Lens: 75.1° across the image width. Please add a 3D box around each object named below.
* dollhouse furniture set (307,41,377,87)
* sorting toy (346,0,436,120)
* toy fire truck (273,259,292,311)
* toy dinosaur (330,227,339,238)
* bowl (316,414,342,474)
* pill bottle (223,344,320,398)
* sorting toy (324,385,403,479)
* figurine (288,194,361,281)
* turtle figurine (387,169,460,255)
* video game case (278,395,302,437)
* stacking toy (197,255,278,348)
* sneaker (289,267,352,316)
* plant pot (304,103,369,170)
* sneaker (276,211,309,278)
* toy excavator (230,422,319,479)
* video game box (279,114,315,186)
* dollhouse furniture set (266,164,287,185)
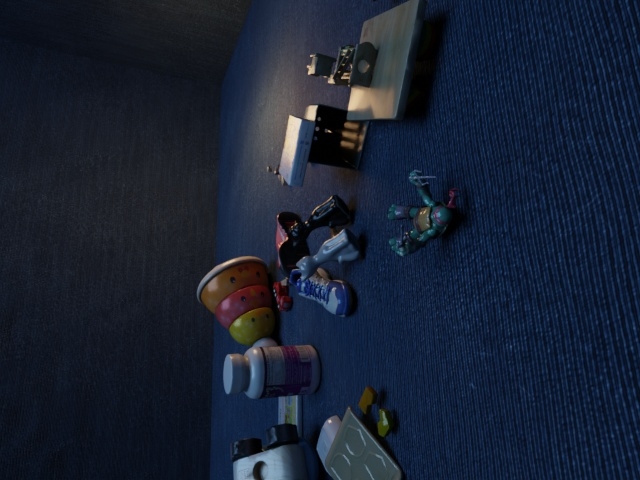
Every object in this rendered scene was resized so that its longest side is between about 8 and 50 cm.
[{"bbox_3d":[0.029,-0.470,1.083,0.182,0.160,0.101,-138,56,-60],"label":"dollhouse furniture set"},{"bbox_3d":[0.181,-0.427,1.045,0.255,0.089,0.257,-147,65,-63],"label":"sorting toy"},{"bbox_3d":[-0.151,0.184,1.732,0.192,0.047,0.135,-112,37,-44],"label":"toy fire truck"},{"bbox_3d":[0.049,0.002,1.324,0.112,0.064,0.212,-41,47,20],"label":"toy dinosaur"},{"bbox_3d":[0.036,0.613,1.233,0.142,0.053,0.142,-133,53,-58],"label":"bowl"},{"bbox_3d":[-0.166,0.443,1.406,0.169,0.301,0.169,-176,90,-66],"label":"pill bottle"},{"bbox_3d":[0.121,0.539,1.052,0.229,0.041,0.307,42,120,47],"label":"sorting toy"},{"bbox_3d":[0.000,0.000,1.259,0.209,0.092,0.215,-30,52,21],"label":"figurine"},{"bbox_3d":[0.210,-0.044,0.882,0.234,0.118,0.175,139,148,-78],"label":"turtle figurine"},{"bbox_3d":[-0.118,0.629,1.607,0.206,0.026,0.227,154,118,-63],"label":"video game case"},{"bbox_3d":[-0.308,0.342,1.858,0.480,0.350,0.351,56,139,27],"label":"stacking toy"},{"bbox_3d":[-0.007,0.163,1.315,0.296,0.130,0.112,23,105,63],"label":"sneaker"},{"bbox_3d":[0.022,-0.338,1.311,0.234,0.165,0.166,-126,46,-63],"label":"plant pot"},{"bbox_3d":[-0.117,0.036,1.641,0.136,0.115,0.314,106,162,-47],"label":"sneaker"},{"bbox_3d":[-0.162,0.844,1.466,0.432,0.445,0.222,-26,51,15],"label":"toy excavator"},{"bbox_3d":[-0.074,-0.273,1.249,0.205,0.048,0.187,-124,42,-66],"label":"video game box"},{"bbox_3d":[-0.187,-0.270,1.869,0.081,0.090,0.114,101,157,-52],"label":"dollhouse furniture set"}]
